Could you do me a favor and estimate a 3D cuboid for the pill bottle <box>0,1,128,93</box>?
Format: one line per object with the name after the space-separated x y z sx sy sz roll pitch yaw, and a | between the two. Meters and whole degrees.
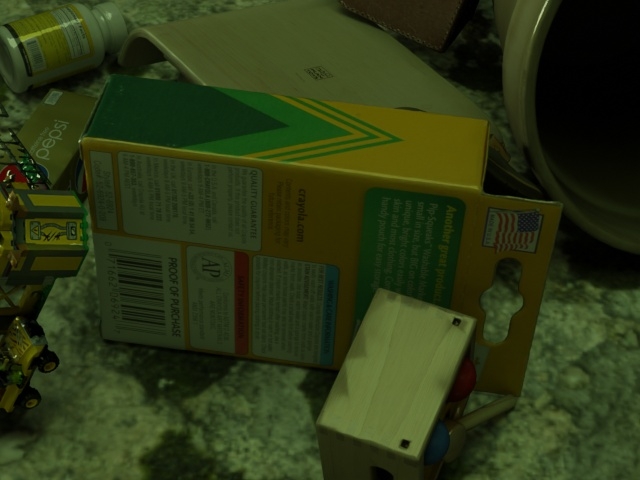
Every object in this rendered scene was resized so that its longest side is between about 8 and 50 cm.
-0.242 -0.185 1.245 0.116 0.065 0.065 -23 49 -25 | pill bottle

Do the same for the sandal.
0.106 -0.057 1.032 0.090 0.219 0.060 -20 57 33 | sandal

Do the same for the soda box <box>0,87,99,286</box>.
-0.233 -0.047 1.103 0.058 0.061 0.181 13 45 10 | soda box

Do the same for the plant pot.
0.279 -0.191 1.135 0.323 0.323 0.280 -7 29 -10 | plant pot

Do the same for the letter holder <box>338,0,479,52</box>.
0.091 -0.366 1.232 0.214 0.301 0.152 26 27 5 | letter holder

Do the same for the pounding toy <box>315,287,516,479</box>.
0.071 0.117 0.914 0.100 0.141 0.130 18 60 15 | pounding toy

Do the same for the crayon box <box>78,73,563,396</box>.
0.000 0.000 0.965 0.323 0.203 0.083 8 44 5 | crayon box

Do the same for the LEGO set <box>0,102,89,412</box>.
-0.329 -0.020 0.929 0.192 0.255 0.331 1 48 -43 | LEGO set

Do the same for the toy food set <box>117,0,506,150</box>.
-0.009 -0.110 1.177 0.220 0.092 0.306 -17 48 -36 | toy food set
